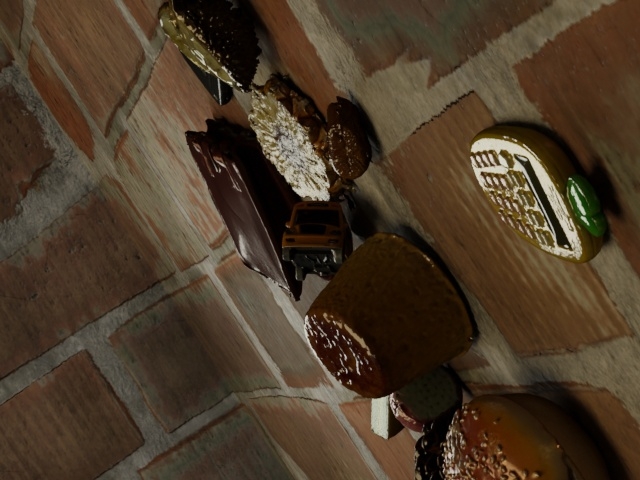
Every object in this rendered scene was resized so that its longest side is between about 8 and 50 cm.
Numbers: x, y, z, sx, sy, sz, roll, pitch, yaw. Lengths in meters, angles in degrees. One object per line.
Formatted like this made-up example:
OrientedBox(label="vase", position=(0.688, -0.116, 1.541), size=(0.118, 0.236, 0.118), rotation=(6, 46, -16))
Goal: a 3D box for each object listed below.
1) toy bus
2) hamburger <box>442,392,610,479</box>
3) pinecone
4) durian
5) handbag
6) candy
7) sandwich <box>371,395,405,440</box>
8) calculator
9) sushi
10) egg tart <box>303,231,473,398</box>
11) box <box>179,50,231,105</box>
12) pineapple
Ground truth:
OrientedBox(label="toy bus", position=(0.000, 0.000, 2.004), size=(0.194, 0.083, 0.088), rotation=(63, -151, -76))
OrientedBox(label="hamburger", position=(0.241, 0.285, 1.763), size=(0.237, 0.147, 0.237), rotation=(30, 135, 35))
OrientedBox(label="pinecone", position=(0.200, 0.288, 1.948), size=(0.163, 0.163, 0.165), rotation=(57, -177, -2))
OrientedBox(label="durian", position=(-0.140, -0.279, 1.934), size=(0.148, 0.091, 0.188), rotation=(36, 174, 47))
OrientedBox(label="handbag", position=(-0.101, -0.055, 2.327), size=(0.275, 0.084, 0.260), rotation=(64, 166, -24))
OrientedBox(label="candy", position=(0.147, 0.216, 2.051), size=(0.103, 0.103, 0.043), rotation=(51, 158, 19))
OrientedBox(label="sandwich", position=(0.095, 0.240, 2.318), size=(0.116, 0.074, 0.074), rotation=(60, 164, -14))
OrientedBox(label="calculator", position=(0.211, -0.047, 1.430), size=(0.146, 0.032, 0.235), rotation=(61, 166, -18))
OrientedBox(label="sushi", position=(0.035, -0.121, 1.801), size=(0.060, 0.061, 0.118), rotation=(-77, -8, -49))
OrientedBox(label="egg tart", position=(0.081, 0.109, 1.888), size=(0.202, 0.147, 0.202), rotation=(35, 149, 25))
OrientedBox(label="box", position=(-0.176, -0.270, 2.203), size=(0.126, 0.027, 0.125), rotation=(52, 165, 17))
OrientedBox(label="pineapple", position=(-0.028, -0.127, 1.994), size=(0.221, 0.047, 0.221), rotation=(49, 163, 21))
